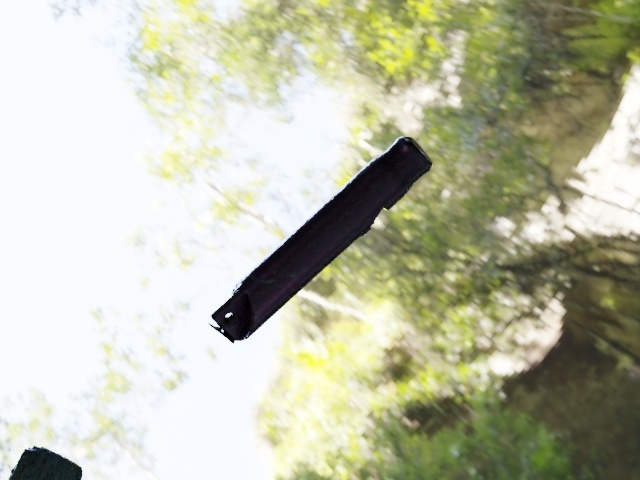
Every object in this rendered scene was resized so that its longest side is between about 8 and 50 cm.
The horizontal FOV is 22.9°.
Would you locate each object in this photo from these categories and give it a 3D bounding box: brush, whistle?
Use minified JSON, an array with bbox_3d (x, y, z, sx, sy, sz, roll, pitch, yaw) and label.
[{"bbox_3d":[-0.235,0.253,1.192,0.070,0.021,0.196,40,-114,-47],"label":"brush"},{"bbox_3d":[0.000,0.000,1.008,0.176,0.033,0.033,-42,-61,1],"label":"whistle"}]
